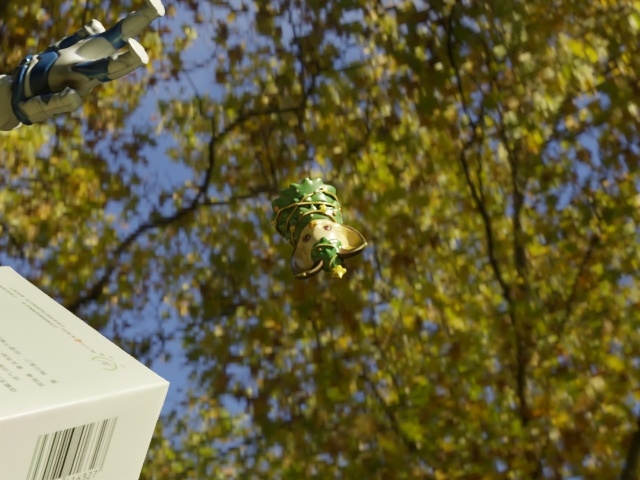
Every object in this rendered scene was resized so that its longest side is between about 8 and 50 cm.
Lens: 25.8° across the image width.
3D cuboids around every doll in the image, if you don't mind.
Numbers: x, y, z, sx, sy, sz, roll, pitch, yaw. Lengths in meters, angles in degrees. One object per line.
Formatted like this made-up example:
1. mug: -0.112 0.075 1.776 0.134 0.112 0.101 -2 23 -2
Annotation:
1. doll: 0.001 0.003 1.396 0.078 0.113 0.076 -26 -25 -2
2. doll: -0.248 -0.152 1.298 0.227 0.114 0.057 -24 -50 28

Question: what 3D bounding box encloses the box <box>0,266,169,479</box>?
1. box: -0.286 0.118 1.015 0.299 0.200 0.106 -5 -60 -54
